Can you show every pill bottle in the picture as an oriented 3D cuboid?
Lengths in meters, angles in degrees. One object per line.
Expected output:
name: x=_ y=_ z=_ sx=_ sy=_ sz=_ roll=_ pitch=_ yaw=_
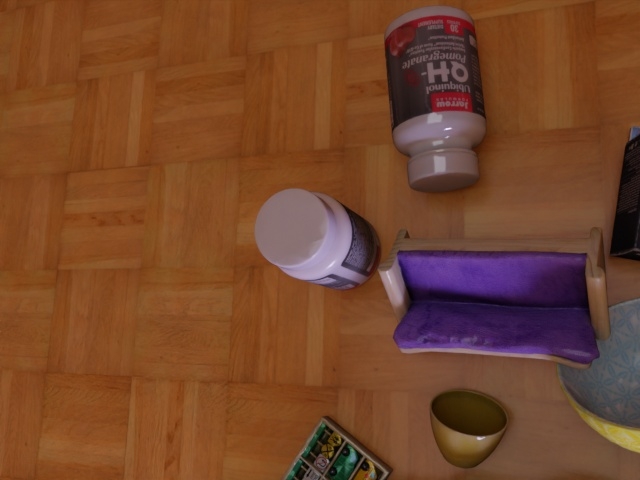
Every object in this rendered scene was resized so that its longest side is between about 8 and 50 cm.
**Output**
pill bottle: x=0.219 y=-0.260 z=1.198 sx=0.176 sy=0.176 sz=0.318 roll=-8 pitch=77 yaw=20
pill bottle: x=0.000 y=0.000 z=1.176 sx=0.161 sy=0.283 sz=0.161 roll=-4 pitch=78 yaw=20

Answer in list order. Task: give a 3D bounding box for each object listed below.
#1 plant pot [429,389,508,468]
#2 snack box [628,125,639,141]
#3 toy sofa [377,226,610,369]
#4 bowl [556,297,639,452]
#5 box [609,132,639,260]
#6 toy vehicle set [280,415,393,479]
plant pot: x=0.254 y=0.339 z=1.110 sx=0.134 sy=0.134 sz=0.095 roll=13 pitch=113 yaw=23
snack box: x=0.570 y=-0.113 z=1.116 sx=0.064 sy=0.022 sz=0.178 roll=9 pitch=83 yaw=22
toy sofa: x=0.286 y=0.087 z=1.061 sx=0.363 sy=0.150 sz=0.177 roll=0 pitch=42 yaw=29
bowl: x=0.533 y=0.233 z=0.976 sx=0.289 sy=0.289 sz=0.156 roll=-20 pitch=117 yaw=17
box: x=0.581 y=-0.063 z=1.035 sx=0.153 sy=0.108 sz=0.207 roll=12 pitch=85 yaw=6
toy vehicle set: x=-0.001 y=0.498 z=1.217 sx=0.166 sy=0.035 sz=0.267 roll=33 pitch=93 yaw=24
